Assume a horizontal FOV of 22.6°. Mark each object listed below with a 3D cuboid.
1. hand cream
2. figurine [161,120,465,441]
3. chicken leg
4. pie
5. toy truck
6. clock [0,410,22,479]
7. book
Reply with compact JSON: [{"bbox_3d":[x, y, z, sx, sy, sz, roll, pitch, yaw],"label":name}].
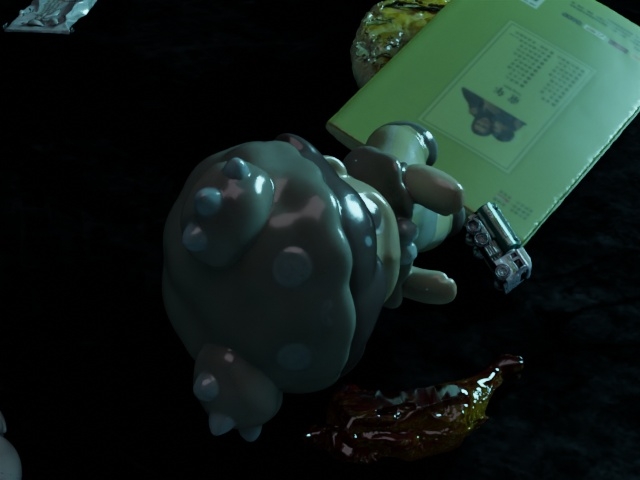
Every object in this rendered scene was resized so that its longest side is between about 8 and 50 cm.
[{"bbox_3d":[-0.292,-0.317,1.918,0.084,0.050,0.257,9,45,11],"label":"hand cream"},{"bbox_3d":[0.001,0.000,1.412,0.203,0.248,0.380,15,28,30],"label":"figurine"},{"bbox_3d":[0.086,0.143,1.359,0.219,0.048,0.089,-12,44,-17],"label":"chicken leg"},{"bbox_3d":[0.165,-0.201,1.786,0.274,0.055,0.274,2,38,-2],"label":"pie"},{"bbox_3d":[0.168,0.006,1.517,0.044,0.039,0.083,-29,68,-7],"label":"toy truck"},{"bbox_3d":[-0.332,0.162,1.286,0.162,0.093,0.166,-15,41,-25],"label":"clock"},{"bbox_3d":[0.197,-0.155,1.672,0.239,0.035,0.352,34,55,14],"label":"book"}]
